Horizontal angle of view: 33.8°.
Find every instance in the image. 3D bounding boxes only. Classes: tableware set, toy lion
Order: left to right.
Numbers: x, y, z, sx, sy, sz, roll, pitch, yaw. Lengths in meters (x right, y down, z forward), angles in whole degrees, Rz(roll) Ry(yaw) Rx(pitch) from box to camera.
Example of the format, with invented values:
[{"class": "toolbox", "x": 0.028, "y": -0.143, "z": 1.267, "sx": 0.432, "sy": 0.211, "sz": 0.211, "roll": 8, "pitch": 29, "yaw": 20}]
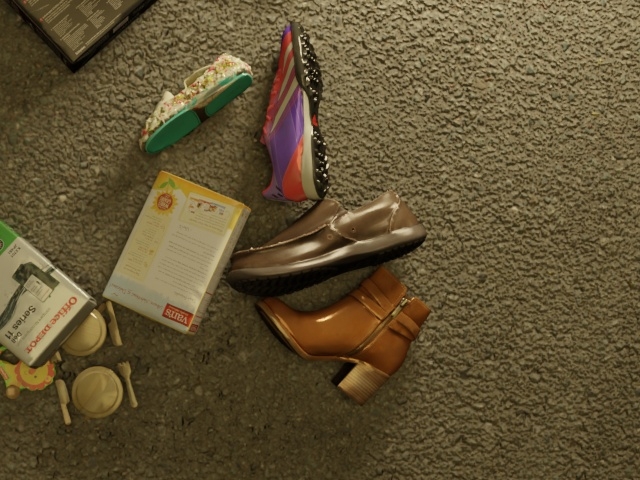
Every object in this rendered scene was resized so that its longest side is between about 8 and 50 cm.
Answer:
[{"class": "toy lion", "x": -0.501, "y": 0.213, "z": 1.776, "sx": 0.096, "sy": 0.034, "sz": 0.100, "roll": -35, "pitch": 96, "yaw": -17}, {"class": "tableware set", "x": -0.390, "y": 0.205, "z": 1.794, "sx": 0.128, "sy": 0.039, "sz": 0.194, "roll": -14, "pitch": 88, "yaw": -2}]

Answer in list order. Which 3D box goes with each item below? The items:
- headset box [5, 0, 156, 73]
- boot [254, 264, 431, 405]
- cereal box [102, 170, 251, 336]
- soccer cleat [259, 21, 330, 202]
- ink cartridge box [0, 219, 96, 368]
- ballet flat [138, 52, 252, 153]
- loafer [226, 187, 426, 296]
[{"class": "headset box", "x": -0.434, "y": -0.463, "z": 1.753, "sx": 0.218, "sy": 0.110, "sz": 0.293, "roll": -45, "pitch": 98, "yaw": -9}, {"class": "boot", "x": 0.045, "y": 0.129, "z": 1.846, "sx": 0.283, "sy": 0.109, "sz": 0.220, "roll": 39, "pitch": 84, "yaw": -11}, {"class": "cereal box", "x": -0.243, "y": 0.021, "z": 1.787, "sx": 0.173, "sy": 0.047, "sz": 0.240, "roll": 23, "pitch": 86, "yaw": 17}, {"class": "soccer cleat", "x": -0.057, "y": -0.224, "z": 1.840, "sx": 0.116, "sy": 0.108, "sz": 0.318, "roll": -7, "pitch": 84, "yaw": 16}, {"class": "ink cartridge box", "x": -0.496, "y": 0.089, "z": 1.731, "sx": 0.208, "sy": 0.087, "sz": 0.153, "roll": 39, "pitch": 82, "yaw": 1}, {"class": "ballet flat", "x": -0.225, "y": -0.239, "z": 1.821, "sx": 0.241, "sy": 0.091, "sz": 0.077, "roll": -36, "pitch": 66, "yaw": -14}, {"class": "loafer", "x": 0.000, "y": 0.000, "z": 1.844, "sx": 0.366, "sy": 0.134, "sz": 0.130, "roll": -15, "pitch": 75, "yaw": -20}]
